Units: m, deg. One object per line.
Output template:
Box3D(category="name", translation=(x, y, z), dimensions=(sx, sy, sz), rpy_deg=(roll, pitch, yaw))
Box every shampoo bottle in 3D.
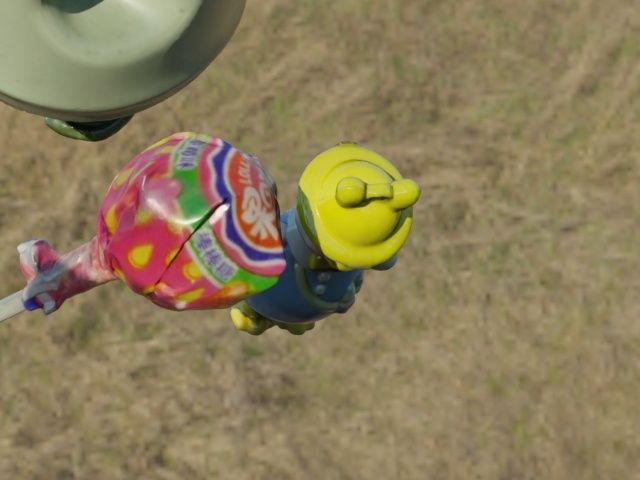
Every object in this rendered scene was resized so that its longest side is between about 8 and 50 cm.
Box3D(category="shampoo bottle", translation=(-0.060, -0.111, 0.451), dimensions=(0.087, 0.234, 0.118), rpy_deg=(31, 53, 10))

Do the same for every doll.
Box3D(category="doll", translation=(0.000, 0.001, 1.173), dimensions=(0.098, 0.135, 0.241), rpy_deg=(-63, 10, -29))

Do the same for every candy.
Box3D(category="candy", translation=(-0.189, 0.036, 1.079), dimensions=(0.365, 0.124, 0.124), rpy_deg=(-25, 5, 24))
